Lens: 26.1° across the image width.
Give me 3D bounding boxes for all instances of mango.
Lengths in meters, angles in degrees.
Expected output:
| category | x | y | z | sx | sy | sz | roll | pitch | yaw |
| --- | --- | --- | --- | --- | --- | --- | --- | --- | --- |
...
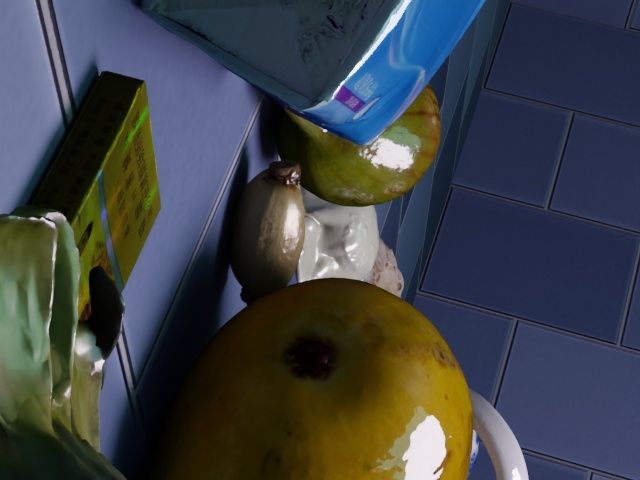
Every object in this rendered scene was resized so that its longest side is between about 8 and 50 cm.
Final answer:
| category | x | y | z | sx | sy | sz | roll | pitch | yaw |
| --- | --- | --- | --- | --- | --- | --- | --- | --- | --- |
| mango | -0.024 | 0.243 | 1.149 | 0.300 | 0.232 | 0.446 | -21 | 133 | -54 |

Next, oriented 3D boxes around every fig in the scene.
| category | x | y | z | sx | sy | sz | roll | pitch | yaw |
| --- | --- | --- | --- | --- | --- | --- | --- | --- | --- |
| fig | 0.021 | -0.105 | 1.181 | 0.259 | 0.151 | 0.151 | 8 | 98 | -77 |

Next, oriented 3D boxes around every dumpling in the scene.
| category | x | y | z | sx | sy | sz | roll | pitch | yaw |
| --- | --- | --- | --- | --- | --- | --- | --- | --- | --- |
| dumpling | -0.001 | -0.002 | 1.382 | 0.134 | 0.100 | 0.169 | -24 | 126 | -59 |

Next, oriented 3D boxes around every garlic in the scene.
| category | x | y | z | sx | sy | sz | roll | pitch | yaw |
| --- | --- | --- | --- | --- | --- | --- | --- | --- | --- |
| garlic | 0.041 | 0.060 | 1.709 | 0.159 | 0.102 | 0.147 | 60 | 43 | -45 |

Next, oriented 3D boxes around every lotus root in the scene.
| category | x | y | z | sx | sy | sz | roll | pitch | yaw |
| --- | --- | --- | --- | --- | --- | --- | --- | --- | --- |
| lotus root | -0.046 | -0.003 | 1.178 | 0.073 | 0.062 | 0.150 | -105 | -156 | -59 |

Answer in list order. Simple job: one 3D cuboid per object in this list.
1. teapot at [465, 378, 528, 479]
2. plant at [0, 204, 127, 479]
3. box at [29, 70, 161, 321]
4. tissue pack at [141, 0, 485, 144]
| category | x | y | z | sx | sy | sz | roll | pitch | yaw |
| --- | --- | --- | --- | --- | --- | --- | --- | --- | --- |
| teapot | 0.043 | 0.226 | 1.405 | 0.252 | 0.424 | 0.280 | -16 | 96 | -41 |
| plant | -0.103 | 0.118 | 0.555 | 0.306 | 0.297 | 0.261 | 51 | 25 | -47 |
| box | -0.137 | 0.018 | 0.749 | 0.121 | 0.030 | 0.193 | 92 | 15 | -56 |
| tissue pack | 0.019 | -0.175 | 0.892 | 0.198 | 0.146 | 0.263 | -56 | 171 | 4 |
